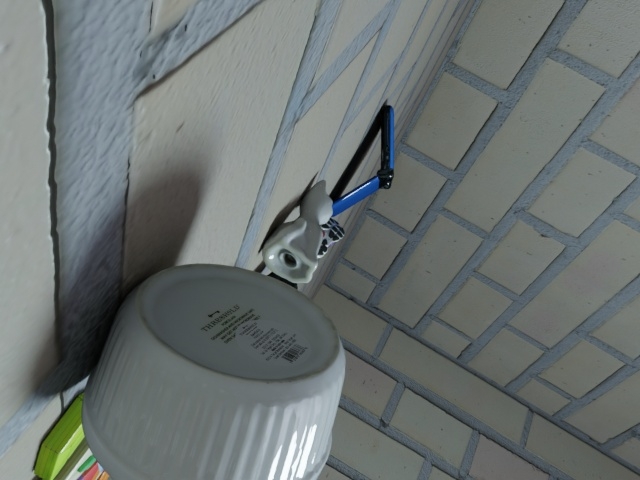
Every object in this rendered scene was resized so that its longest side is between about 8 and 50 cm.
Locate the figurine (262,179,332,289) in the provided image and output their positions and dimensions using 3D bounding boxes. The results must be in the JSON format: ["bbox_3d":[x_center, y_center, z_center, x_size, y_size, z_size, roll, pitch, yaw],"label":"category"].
[{"bbox_3d":[-0.046,0.018,1.107,0.209,0.092,0.215,-66,-178,-52],"label":"figurine"}]

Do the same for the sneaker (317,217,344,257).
[{"bbox_3d":[0.000,0.000,1.695,0.071,0.068,0.170,-42,-179,45],"label":"sneaker"}]

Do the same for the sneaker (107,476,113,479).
[{"bbox_3d":[-0.213,0.280,0.889,0.186,0.083,0.069,-57,175,-18],"label":"sneaker"}]

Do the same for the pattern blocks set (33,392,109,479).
[{"bbox_3d":[-0.227,0.212,0.651,0.325,0.026,0.285,-57,175,-20],"label":"pattern blocks set"}]

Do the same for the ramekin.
[{"bbox_3d":[-0.077,0.105,0.522,0.207,0.207,0.109,-49,160,-67],"label":"ramekin"}]

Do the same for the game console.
[{"bbox_3d":[0.097,-0.189,1.630,0.293,0.173,0.250,9,81,-86],"label":"game console"}]
